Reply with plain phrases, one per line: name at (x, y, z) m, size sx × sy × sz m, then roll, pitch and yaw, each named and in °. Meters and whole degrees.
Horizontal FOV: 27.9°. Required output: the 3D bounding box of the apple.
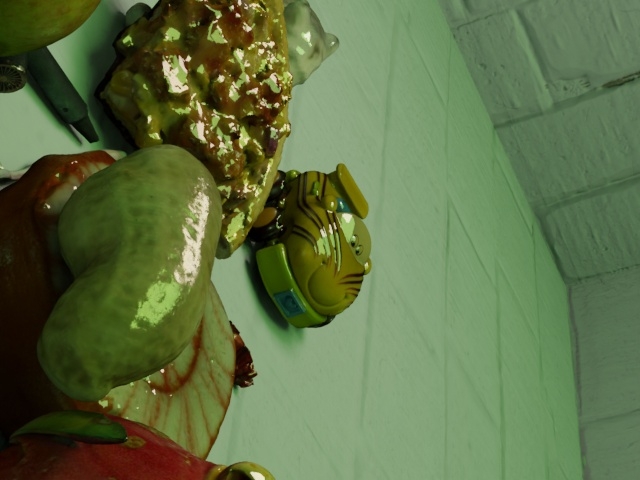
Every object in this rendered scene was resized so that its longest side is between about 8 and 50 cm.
apple at (-0.291, -0.260, 1.165) m, size 0.196 × 0.196 × 0.196 m, roll -17°, pitch 90°, yaw -71°

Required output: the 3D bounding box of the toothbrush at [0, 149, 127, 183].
toothbrush at (-0.272, -0.081, 1.310) m, size 0.029 × 0.025 × 0.307 m, roll 65°, pitch 20°, yaw 1°

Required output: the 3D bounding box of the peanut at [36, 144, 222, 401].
peanut at (-0.157, 0.025, 1.074) m, size 0.122 × 0.137 × 0.253 m, roll 109°, pitch -12°, yaw -49°

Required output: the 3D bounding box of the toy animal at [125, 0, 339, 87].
toy animal at (-0.108, -0.249, 1.682) m, size 0.308 × 0.188 × 0.266 m, roll 53°, pitch 37°, yaw -54°

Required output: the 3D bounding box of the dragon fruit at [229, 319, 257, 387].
dragon fruit at (-0.102, 0.134, 1.538) m, size 0.097 × 0.063 × 0.131 m, roll -81°, pitch 148°, yaw -51°

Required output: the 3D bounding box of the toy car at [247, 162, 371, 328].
toy car at (0.000, 0.000, 1.807) m, size 0.200 × 0.142 × 0.248 m, roll 57°, pitch 23°, yaw -36°

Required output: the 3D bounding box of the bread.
bread at (-0.205, 0.087, 1.219) m, size 0.295 × 0.114 × 0.328 m, roll -79°, pitch 147°, yaw -48°

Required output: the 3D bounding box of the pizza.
pizza at (-0.130, -0.184, 1.516) m, size 0.278 × 0.114 × 0.409 m, roll 7°, pitch 88°, yaw -50°

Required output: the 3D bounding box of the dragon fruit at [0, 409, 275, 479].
dragon fruit at (-0.153, 0.280, 0.998) m, size 0.290 × 0.189 × 0.291 m, roll -3°, pitch 94°, yaw -49°

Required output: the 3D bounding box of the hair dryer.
hair dryer at (-0.284, -0.190, 1.345) m, size 0.195 × 0.050 × 0.173 m, roll 54°, pitch 28°, yaw -53°
